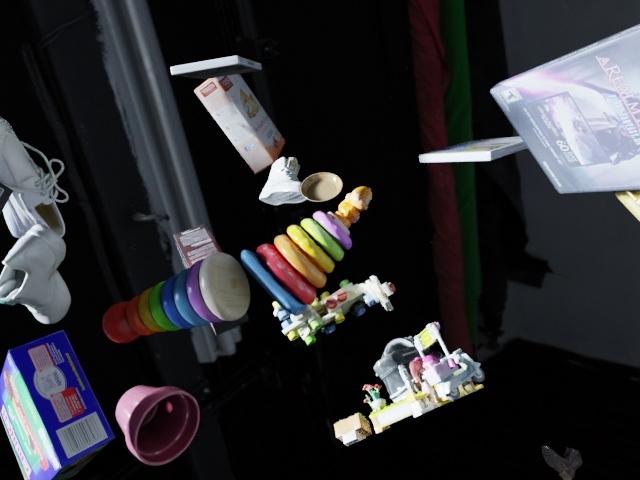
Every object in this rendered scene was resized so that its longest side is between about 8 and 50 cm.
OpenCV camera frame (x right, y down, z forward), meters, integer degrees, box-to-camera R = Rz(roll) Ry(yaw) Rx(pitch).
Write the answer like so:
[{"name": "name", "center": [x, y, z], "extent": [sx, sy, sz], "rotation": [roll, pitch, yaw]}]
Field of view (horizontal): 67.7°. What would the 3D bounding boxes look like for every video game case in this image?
[{"name": "video game case", "center": [-0.134, -0.228, 0.633], "extent": [0.122, 0.087, 0.011], "rotation": [-70, -27, -72]}, {"name": "video game case", "center": [0.380, -0.218, 1.143], "extent": [0.194, 0.212, 0.023], "rotation": [-20, -73, -30]}, {"name": "video game case", "center": [0.348, -0.143, 0.581], "extent": [0.026, 0.274, 0.196], "rotation": [-42, -77, -8]}]

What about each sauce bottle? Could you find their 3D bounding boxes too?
[{"name": "sauce bottle", "center": [0.470, -0.039, 0.671], "extent": [0.042, 0.128, 0.042], "rotation": [-22, -30, -13]}]

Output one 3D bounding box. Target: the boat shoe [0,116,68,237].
[{"name": "boat shoe", "center": [-0.677, -0.128, 1.129], "extent": [0.367, 0.157, 0.135], "rotation": [103, 171, -45]}]

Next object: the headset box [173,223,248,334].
[{"name": "headset box", "center": [-0.320, 0.117, 1.408], "extent": [0.110, 0.293, 0.218], "rotation": [-23, -53, -17]}]

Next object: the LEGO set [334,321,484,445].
[{"name": "LEGO set", "center": [0.123, 0.209, 0.712], "extent": [0.132, 0.287, 0.107], "rotation": [-6, -118, -37]}]

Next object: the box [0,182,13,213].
[{"name": "box", "center": [-0.733, 0.047, 0.908], "extent": [0.077, 0.307, 0.242], "rotation": [36, -153, -34]}]

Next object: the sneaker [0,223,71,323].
[{"name": "sneaker", "center": [-0.441, 0.072, 0.718], "extent": [0.094, 0.080, 0.212], "rotation": [-60, -5, -47]}]

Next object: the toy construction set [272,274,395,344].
[{"name": "toy construction set", "center": [0.041, 0.176, 1.315], "extent": [0.215, 0.328, 0.151], "rotation": [78, 174, -61]}]

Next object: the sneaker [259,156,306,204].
[{"name": "sneaker", "center": [-0.113, -0.218, 1.642], "extent": [0.108, 0.293, 0.169], "rotation": [23, -100, -30]}]

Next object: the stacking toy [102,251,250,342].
[{"name": "stacking toy", "center": [-0.316, 0.138, 0.999], "extent": [0.141, 0.331, 0.141], "rotation": [50, -151, -41]}]

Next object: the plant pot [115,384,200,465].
[{"name": "plant pot", "center": [-0.475, 0.499, 1.346], "extent": [0.201, 0.180, 0.201], "rotation": [-9, -77, -48]}]

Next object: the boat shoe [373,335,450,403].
[{"name": "boat shoe", "center": [0.188, 0.250, 0.974], "extent": [0.121, 0.119, 0.335], "rotation": [-37, -15, 7]}]

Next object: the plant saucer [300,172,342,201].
[{"name": "plant saucer", "center": [0.002, -0.101, 0.940], "extent": [0.083, 0.084, 0.015], "rotation": [-51, -31, -30]}]

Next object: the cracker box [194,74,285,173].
[{"name": "cracker box", "center": [-0.183, -0.293, 1.142], "extent": [0.232, 0.067, 0.155], "rotation": [53, -158, -22]}]

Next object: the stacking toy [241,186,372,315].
[{"name": "stacking toy", "center": [0.000, 0.000, 0.998], "extent": [0.302, 0.166, 0.175], "rotation": [-44, -11, -2]}]

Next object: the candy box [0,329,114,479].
[{"name": "candy box", "center": [-0.612, 0.395, 1.071], "extent": [0.122, 0.317, 0.268], "rotation": [-19, -109, -46]}]

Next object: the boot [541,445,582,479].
[{"name": "boot", "center": [0.667, 0.590, 1.311], "extent": [0.114, 0.037, 0.106], "rotation": [-16, -115, -44]}]
